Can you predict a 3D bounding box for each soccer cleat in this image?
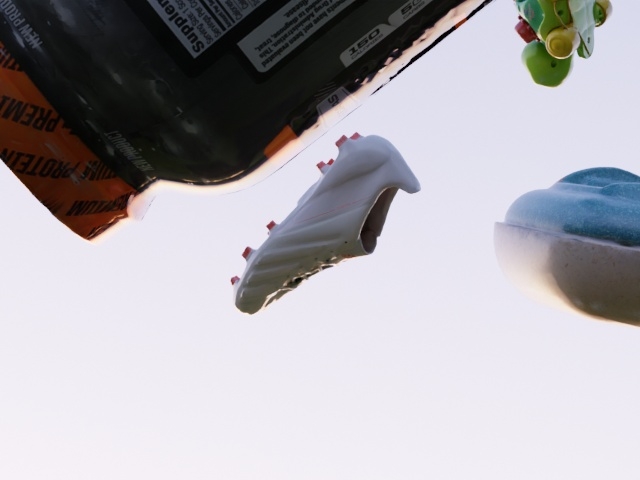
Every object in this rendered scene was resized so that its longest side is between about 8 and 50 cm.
[{"bbox_3d":[0.000,0.000,1.395,0.076,0.068,0.196,45,-64,11],"label":"soccer cleat"}]

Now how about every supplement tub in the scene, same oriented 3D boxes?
[{"bbox_3d":[-0.018,-0.162,0.794,0.338,0.207,0.207,-37,-42,2],"label":"supplement tub"}]

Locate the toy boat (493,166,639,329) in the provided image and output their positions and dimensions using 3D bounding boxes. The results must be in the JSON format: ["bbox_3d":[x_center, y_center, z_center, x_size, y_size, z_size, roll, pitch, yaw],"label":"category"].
[{"bbox_3d":[0.304,0.002,1.457,0.318,0.148,0.267,9,2,-13],"label":"toy boat"}]

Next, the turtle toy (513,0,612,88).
[{"bbox_3d":[0.190,-0.184,1.425,0.066,0.095,0.130,8,-60,31],"label":"turtle toy"}]
